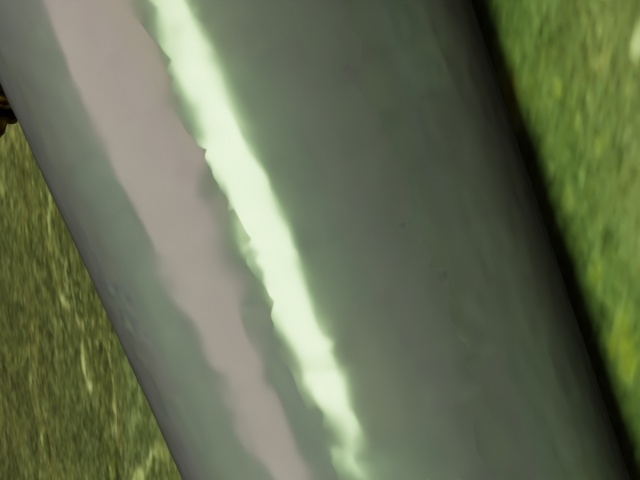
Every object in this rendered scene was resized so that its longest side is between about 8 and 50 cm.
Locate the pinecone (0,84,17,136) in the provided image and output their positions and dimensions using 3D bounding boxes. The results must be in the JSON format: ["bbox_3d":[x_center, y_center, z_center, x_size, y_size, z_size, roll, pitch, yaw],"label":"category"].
[{"bbox_3d":[-0.243,-0.151,1.199,0.173,0.173,0.174,40,138,48],"label":"pinecone"}]

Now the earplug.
[{"bbox_3d":[0.000,0.000,0.765,0.215,0.215,0.456,-26,85,63],"label":"earplug"}]
